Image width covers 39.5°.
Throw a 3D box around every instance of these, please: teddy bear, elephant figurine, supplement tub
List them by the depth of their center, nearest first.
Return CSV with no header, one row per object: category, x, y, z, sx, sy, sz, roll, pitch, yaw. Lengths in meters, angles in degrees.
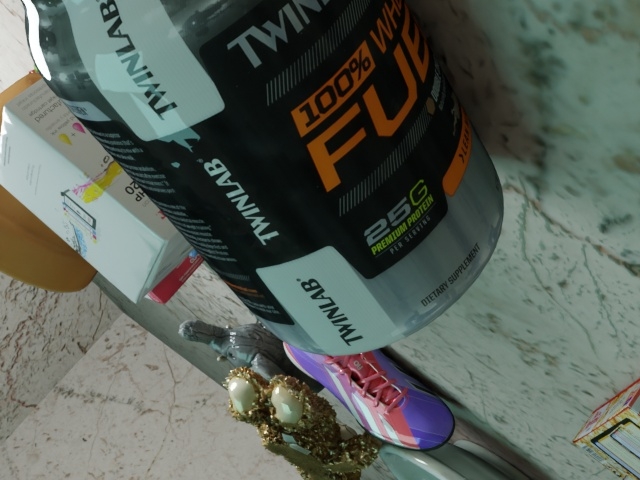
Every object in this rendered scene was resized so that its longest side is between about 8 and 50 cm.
supplement tub,-0.036,-0.098,0.566,0.207,0.207,0.338,21,156,50
teddy bear,-0.022,0.302,1.458,0.245,0.113,0.338,-16,132,44
elephant figurine,-0.093,0.199,1.545,0.169,0.186,0.239,57,-175,36

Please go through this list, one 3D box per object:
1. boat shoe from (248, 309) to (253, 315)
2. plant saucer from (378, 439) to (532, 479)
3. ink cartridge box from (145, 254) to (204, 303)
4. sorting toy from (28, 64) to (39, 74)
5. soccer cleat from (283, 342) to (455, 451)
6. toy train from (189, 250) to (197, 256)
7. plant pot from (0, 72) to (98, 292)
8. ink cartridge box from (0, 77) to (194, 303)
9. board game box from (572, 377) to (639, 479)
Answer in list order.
boat shoe,-0.118,0.090,1.558,0.125,0.038,0.046,70,-171,-50
plant saucer,0.277,0.424,1.427,0.400,0.100,0.400,38,164,13
ink cartridge box,-0.330,0.010,1.663,0.176,0.127,0.128,47,163,-23
sorting toy,-0.441,-0.243,1.404,0.061,0.042,0.102,46,163,-16
soccer cleat,0.059,0.197,1.325,0.318,0.108,0.116,34,159,30
toy train,-0.208,-0.022,1.398,0.105,0.080,0.184,35,164,0
plant pot,-0.388,-0.098,1.261,0.291,0.203,0.291,39,-169,-9
ink cartridge box,-0.230,-0.083,1.050,0.233,0.171,0.168,40,145,2
board game box,0.327,0.201,0.821,0.147,0.045,0.193,37,164,14
